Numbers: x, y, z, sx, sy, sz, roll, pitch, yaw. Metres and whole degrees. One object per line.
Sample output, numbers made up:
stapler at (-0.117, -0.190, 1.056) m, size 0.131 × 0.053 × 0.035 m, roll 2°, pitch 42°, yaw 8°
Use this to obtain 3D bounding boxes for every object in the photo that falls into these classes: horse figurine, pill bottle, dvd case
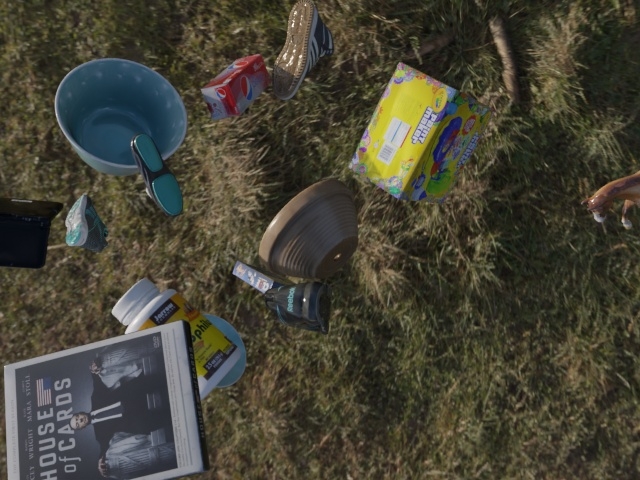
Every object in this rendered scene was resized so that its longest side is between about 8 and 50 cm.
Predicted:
horse figurine at (0.511, -0.080, 0.828) m, size 0.263 × 0.066 × 0.174 m, roll -24°, pitch 143°, yaw 27°
pill bottle at (-0.250, 0.166, 1.029) m, size 0.215 × 0.117 × 0.117 m, roll 42°, pitch 111°, yaw -1°
dvd case at (-0.260, 0.209, 0.714) m, size 0.239 × 0.029 × 0.179 m, roll -15°, pitch 70°, yaw 4°

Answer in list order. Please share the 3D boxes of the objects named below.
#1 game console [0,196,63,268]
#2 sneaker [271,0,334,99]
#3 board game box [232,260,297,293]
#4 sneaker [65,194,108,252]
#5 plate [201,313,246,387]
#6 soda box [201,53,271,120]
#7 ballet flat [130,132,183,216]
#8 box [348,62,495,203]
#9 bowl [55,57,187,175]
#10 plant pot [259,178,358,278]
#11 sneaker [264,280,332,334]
game console at (-0.466, -0.014, 0.907) m, size 0.122 × 0.107 × 0.071 m, roll 5°, pitch 113°, yaw -6°
sneaker at (-0.043, -0.510, 1.684) m, size 0.099 × 0.153 × 0.282 m, roll 12°, pitch 84°, yaw 25°
board game box at (-0.119, 0.123, 1.628) m, size 0.165 × 0.243 × 0.042 m, roll 23°, pitch 89°, yaw -31°
sneaker at (-0.460, -0.029, 1.189) m, size 0.076 × 0.166 × 0.065 m, roll 32°, pitch 110°, yaw -35°
plate at (-0.261, 0.266, 1.434) m, size 0.188 × 0.188 × 0.024 m, roll 49°, pitch 125°, yaw -5°
soda box at (-0.219, -0.413, 1.598) m, size 0.084 × 0.263 × 0.092 m, roll -8°, pitch 120°, yaw 21°
ballet flat at (-0.376, -0.146, 1.363) m, size 0.074 × 0.074 × 0.203 m, roll -22°, pitch 98°, yaw 19°
box at (0.267, -0.266, 1.552) m, size 0.177 × 0.279 × 0.289 m, roll 36°, pitch 111°, yaw 29°
bowl at (-0.514, -0.289, 1.535) m, size 0.311 × 0.311 × 0.163 m, roll 44°, pitch 147°, yaw -3°
plant pot at (0.000, 0.000, 1.218) m, size 0.110 × 0.237 × 0.237 m, roll 44°, pitch 113°, yaw 22°
sneaker at (-0.035, 0.123, 1.157) m, size 0.106 × 0.267 × 0.101 m, roll 3°, pitch 75°, yaw 8°
